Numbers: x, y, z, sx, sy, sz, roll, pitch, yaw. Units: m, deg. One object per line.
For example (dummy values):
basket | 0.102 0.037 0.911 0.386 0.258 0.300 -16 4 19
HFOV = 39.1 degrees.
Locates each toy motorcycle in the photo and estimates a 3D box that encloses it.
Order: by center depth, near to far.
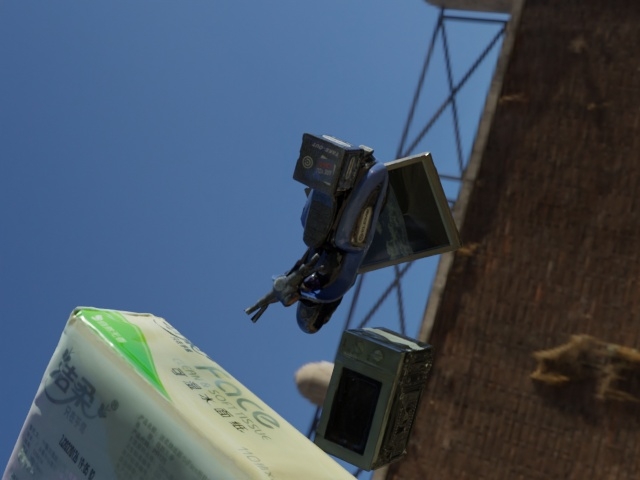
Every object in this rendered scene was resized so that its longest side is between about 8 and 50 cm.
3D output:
toy motorcycle | 0.000 0.000 1.507 0.212 0.125 0.359 -10 -60 -56

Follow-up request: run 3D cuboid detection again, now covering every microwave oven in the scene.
microwave oven | 0.096 0.262 1.518 0.162 0.122 0.208 5 -78 -59

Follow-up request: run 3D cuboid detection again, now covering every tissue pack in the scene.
tissue pack | -0.182 0.321 1.084 0.205 0.405 0.332 12 -73 -52

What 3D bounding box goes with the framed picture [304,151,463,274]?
framed picture | 0.113 -0.043 1.645 0.023 0.259 0.189 -41 -67 -62
